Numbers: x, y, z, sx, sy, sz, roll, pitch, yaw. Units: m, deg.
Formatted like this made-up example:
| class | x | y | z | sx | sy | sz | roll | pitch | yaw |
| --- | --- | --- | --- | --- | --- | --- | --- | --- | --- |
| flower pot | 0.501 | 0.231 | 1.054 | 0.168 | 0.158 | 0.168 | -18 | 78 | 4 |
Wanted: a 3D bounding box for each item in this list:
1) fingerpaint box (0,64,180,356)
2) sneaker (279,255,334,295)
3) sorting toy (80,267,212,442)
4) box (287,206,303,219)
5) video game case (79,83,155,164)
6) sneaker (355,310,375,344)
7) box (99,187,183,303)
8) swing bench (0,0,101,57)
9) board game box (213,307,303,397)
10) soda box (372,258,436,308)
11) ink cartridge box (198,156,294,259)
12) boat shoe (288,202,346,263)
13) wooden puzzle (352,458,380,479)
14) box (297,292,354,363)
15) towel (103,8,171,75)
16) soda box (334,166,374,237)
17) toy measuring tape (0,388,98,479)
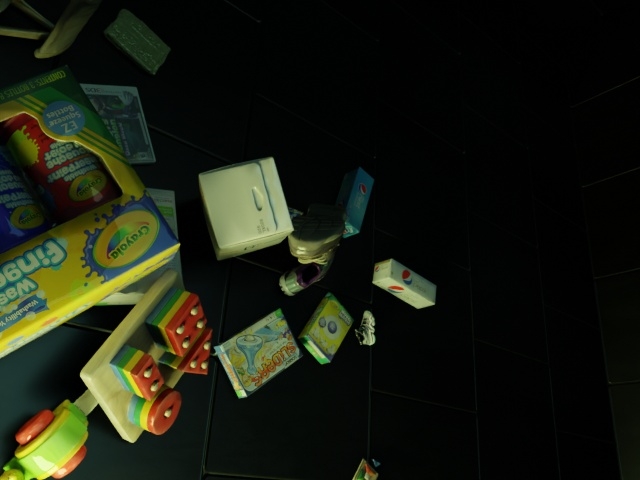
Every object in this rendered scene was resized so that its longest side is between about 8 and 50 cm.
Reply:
| class | x | y | z | sx | sy | sz | roll | pitch | yaw |
| --- | --- | --- | --- | --- | --- | --- | --- | --- | --- |
| fingerpaint box | -0.523 | -0.024 | 0.952 | 0.444 | 0.163 | 0.371 | -31 | 88 | -25 |
| sneaker | -0.009 | 0.073 | 1.558 | 0.223 | 0.098 | 0.083 | -42 | 104 | -43 |
| sorting toy | -0.303 | 0.235 | 1.126 | 0.256 | 0.089 | 0.257 | 85 | 28 | -47 |
| box | -0.127 | -0.066 | 1.529 | 0.168 | 0.059 | 0.054 | 19 | 66 | -37 |
| video game case | -0.473 | -0.260 | 1.310 | 0.173 | 0.022 | 0.191 | -10 | 82 | -44 |
| sneaker | 0.122 | 0.248 | 1.655 | 0.069 | 0.038 | 0.098 | 7 | 70 | -42 |
| box | -0.427 | 0.011 | 1.177 | 0.261 | 0.126 | 0.231 | 2 | 73 | -42 |
| swing bench | -0.566 | -0.501 | 1.154 | 0.254 | 0.253 | 0.165 | 15 | 65 | -38 |
| board game box | -0.145 | 0.267 | 1.404 | 0.201 | 0.035 | 0.136 | -29 | 95 | -45 |
| soda box | 0.262 | 0.135 | 1.801 | 0.216 | 0.073 | 0.069 | 30 | 56 | -32 |
| ink cartridge box | -0.176 | -0.067 | 1.328 | 0.168 | 0.232 | 0.171 | -16 | 85 | -13 |
| boat shoe | 0.000 | 0.000 | 1.474 | 0.355 | 0.132 | 0.130 | -46 | 144 | -71 |
| wooden puzzle | 0.120 | 0.623 | 1.529 | 0.078 | 0.014 | 0.116 | 46 | 49 | -20 |
| box | 0.023 | 0.230 | 1.569 | 0.105 | 0.043 | 0.179 | 50 | 46 | -18 |
| towel | -0.444 | -0.481 | 1.417 | 0.148 | 0.027 | 0.110 | 39 | 52 | -27 |
| soda box | 0.094 | -0.115 | 1.746 | 0.071 | 0.067 | 0.210 | 38 | 53 | -27 |
| toy measuring tape | -0.438 | 0.319 | 1.060 | 0.121 | 0.121 | 0.330 | 53 | 47 | -14 |
